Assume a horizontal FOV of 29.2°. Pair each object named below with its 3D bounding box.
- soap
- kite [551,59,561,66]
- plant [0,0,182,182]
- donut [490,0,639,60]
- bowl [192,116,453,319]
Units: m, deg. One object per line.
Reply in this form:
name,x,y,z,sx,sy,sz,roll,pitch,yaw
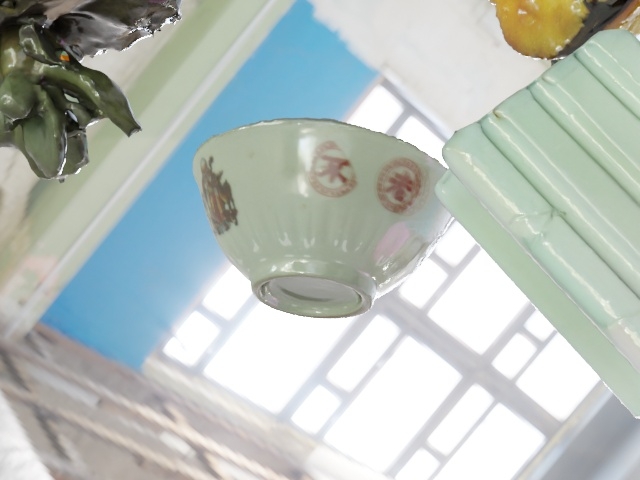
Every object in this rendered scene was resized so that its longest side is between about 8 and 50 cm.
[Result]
soap,0.282,0.006,1.022,0.347,0.208,0.115,49,166,19
kite,0.355,-0.177,1.641,0.141,0.245,0.015,19,154,-5
plant,-0.240,-0.209,1.045,0.213,0.312,0.215,17,163,-36
donut,0.300,-0.325,1.414,0.118,0.253,0.253,13,-159,-45
bowl,0.000,0.000,1.494,0.337,0.158,0.337,6,157,3
